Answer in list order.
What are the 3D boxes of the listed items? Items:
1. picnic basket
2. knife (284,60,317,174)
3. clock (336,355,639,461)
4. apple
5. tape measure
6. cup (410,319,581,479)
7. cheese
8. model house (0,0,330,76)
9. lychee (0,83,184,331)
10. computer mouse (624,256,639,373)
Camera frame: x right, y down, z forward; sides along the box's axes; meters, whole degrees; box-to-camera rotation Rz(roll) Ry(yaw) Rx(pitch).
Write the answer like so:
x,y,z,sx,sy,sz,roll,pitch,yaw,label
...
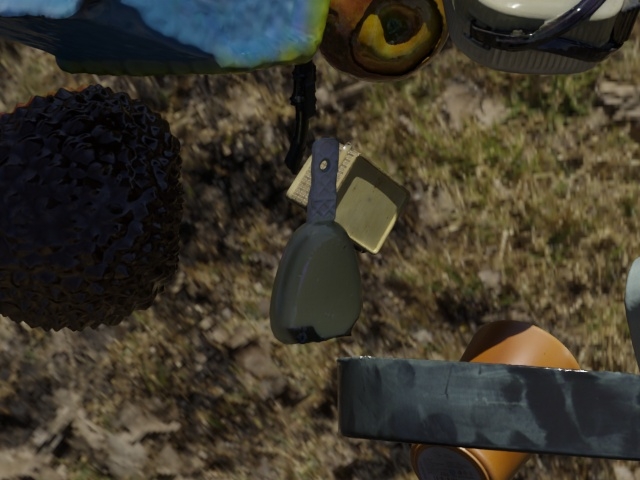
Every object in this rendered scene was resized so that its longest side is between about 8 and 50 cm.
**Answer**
x,y,z,sx,sy,sz,roll,pitch,yaw,label
0.041,-0.062,1.842,0.079,0.164,0.115,27,83,41,picnic basket
-0.015,-0.169,1.349,0.046,0.222,0.021,-9,30,-41,knife
0.202,0.159,1.187,0.386,0.386,0.076,2,82,14,clock
0.107,-0.374,2.151,0.237,0.237,0.207,-36,18,-6,apple
0.298,-0.311,1.621,0.271,0.133,0.231,2,49,-10,tape measure
0.235,0.257,1.805,0.182,0.226,0.264,34,46,13,cup
0.000,0.000,1.563,0.054,0.127,0.251,19,110,48,cheese
-0.146,-0.241,1.140,0.237,0.303,0.215,8,77,40,model house
-0.272,-0.031,1.344,0.267,0.267,0.267,-5,64,10,lychee
0.466,0.113,1.742,0.079,0.231,0.128,5,46,30,computer mouse
